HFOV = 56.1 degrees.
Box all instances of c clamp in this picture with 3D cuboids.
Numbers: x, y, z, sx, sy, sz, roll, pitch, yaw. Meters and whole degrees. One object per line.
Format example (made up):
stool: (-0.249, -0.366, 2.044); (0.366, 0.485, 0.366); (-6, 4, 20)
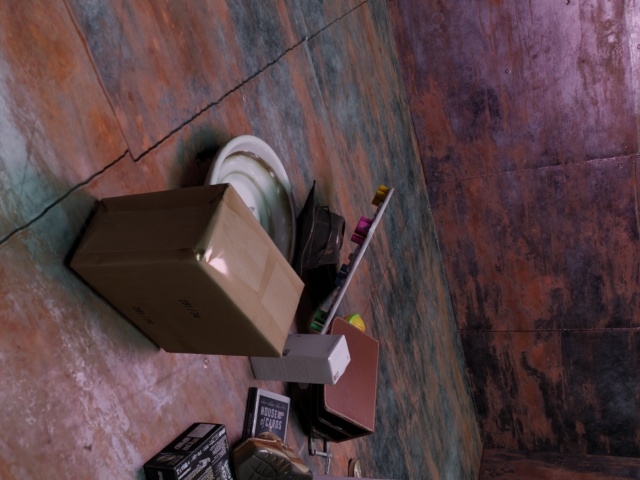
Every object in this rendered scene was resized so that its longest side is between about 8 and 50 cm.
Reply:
c clamp: (0.003, 0.638, 1.855); (0.161, 0.022, 0.137); (48, 43, -51)

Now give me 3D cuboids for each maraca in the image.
maraca: (0.090, 0.331, 2.012); (0.127, 0.099, 0.186); (-2, 114, -61)

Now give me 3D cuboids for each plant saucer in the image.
plant saucer: (-0.190, -0.053, 1.470); (0.400, 0.100, 0.400); (20, 68, -62)

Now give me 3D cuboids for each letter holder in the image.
letter holder: (0.044, 0.407, 1.783); (0.214, 0.152, 0.302); (36, 43, -30)

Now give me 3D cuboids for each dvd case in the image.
dvd case: (-0.144, 0.515, 1.558); (0.179, 0.029, 0.239); (41, 51, -56)

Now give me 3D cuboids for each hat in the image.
hat: (0.000, 0.000, 1.659); (0.331, 0.134, 0.331); (-169, -90, -82)

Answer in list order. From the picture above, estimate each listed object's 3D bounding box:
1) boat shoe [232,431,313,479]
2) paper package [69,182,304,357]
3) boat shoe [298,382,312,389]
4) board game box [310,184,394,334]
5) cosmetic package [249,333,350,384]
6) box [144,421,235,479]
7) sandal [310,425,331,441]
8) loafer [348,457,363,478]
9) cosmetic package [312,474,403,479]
boat shoe: (-0.128, 0.526, 1.433); (0.120, 0.122, 0.324); (52, -5, 37)
paper package: (-0.234, 0.065, 1.111); (0.325, 0.309, 0.168); (57, 40, -44)
boat shoe: (-0.035, 0.381, 1.790); (0.038, 0.046, 0.125); (36, 57, -58)
board game box: (0.100, 0.049, 1.840); (0.390, 0.050, 0.390); (-66, 175, 25)
cosmetic package: (-0.053, 0.301, 1.546); (0.117, 0.231, 0.085); (-46, 127, -59)
box: (-0.265, 0.487, 1.247); (0.180, 0.077, 0.147); (-29, 112, -62)
sandal: (0.027, 0.571, 1.844); (0.219, 0.060, 0.090); (48, 31, -50)
loafer: (0.128, 0.822, 2.057); (0.056, 0.050, 0.148); (14, 73, -64)
cosmetic package: (0.055, 0.732, 1.526); (0.217, 0.385, 0.156); (-62, 140, -48)
